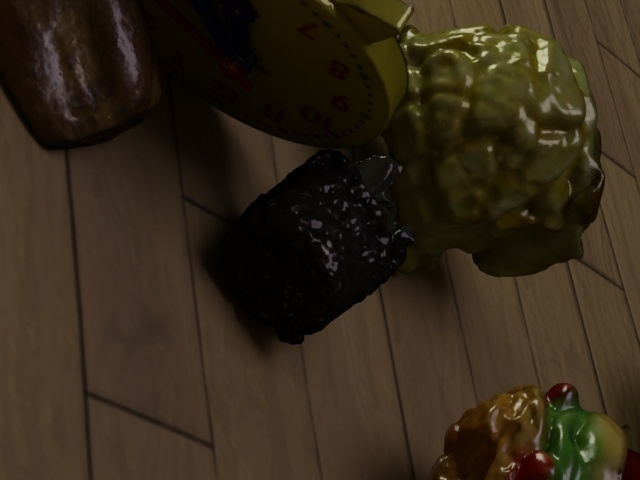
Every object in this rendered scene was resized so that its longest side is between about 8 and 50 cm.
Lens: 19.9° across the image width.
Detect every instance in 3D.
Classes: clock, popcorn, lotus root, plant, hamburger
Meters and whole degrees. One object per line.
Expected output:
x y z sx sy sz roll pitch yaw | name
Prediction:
-0.062 -0.169 1.539 0.277 0.293 0.071 28 69 7 | clock
0.163 -0.090 1.839 0.293 0.237 0.293 176 -90 -82 | popcorn
-0.185 -0.148 1.485 0.159 0.095 0.135 -4 71 -53 | lotus root
0.000 0.000 1.609 0.131 0.142 0.203 47 38 -4 | plant
0.163 0.225 1.570 0.149 0.237 0.237 24 32 2 | hamburger

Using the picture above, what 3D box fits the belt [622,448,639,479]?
0.266 0.317 1.612 0.115 0.227 0.324 20 22 3 | belt
